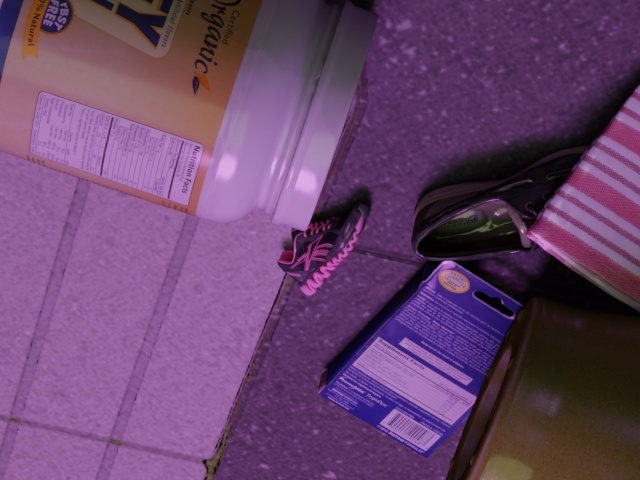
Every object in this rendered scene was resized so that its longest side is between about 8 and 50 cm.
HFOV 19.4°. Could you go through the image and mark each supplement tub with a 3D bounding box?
[{"bbox_3d":[-0.129,-0.147,1.552,0.316,0.228,0.228,18,130,-2],"label":"supplement tub"}]

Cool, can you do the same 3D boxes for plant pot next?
[{"bbox_3d":[0.304,0.219,1.671,0.353,0.366,0.366,23,130,1],"label":"plant pot"}]

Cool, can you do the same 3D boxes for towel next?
[{"bbox_3d":[0.289,-0.046,1.624,0.144,0.029,0.197,33,101,-15],"label":"towel"}]

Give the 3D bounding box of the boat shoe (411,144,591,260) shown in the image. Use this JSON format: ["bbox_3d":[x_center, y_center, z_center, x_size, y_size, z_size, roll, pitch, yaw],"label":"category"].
[{"bbox_3d":[0.186,-0.023,1.676,0.223,0.073,0.080,-13,121,21],"label":"boat shoe"}]

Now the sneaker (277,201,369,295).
[{"bbox_3d":[0.000,0.000,1.763,0.057,0.047,0.119,38,126,-3],"label":"sneaker"}]

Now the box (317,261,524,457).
[{"bbox_3d":[0.115,0.109,1.823,0.136,0.036,0.225,32,128,-13],"label":"box"}]
